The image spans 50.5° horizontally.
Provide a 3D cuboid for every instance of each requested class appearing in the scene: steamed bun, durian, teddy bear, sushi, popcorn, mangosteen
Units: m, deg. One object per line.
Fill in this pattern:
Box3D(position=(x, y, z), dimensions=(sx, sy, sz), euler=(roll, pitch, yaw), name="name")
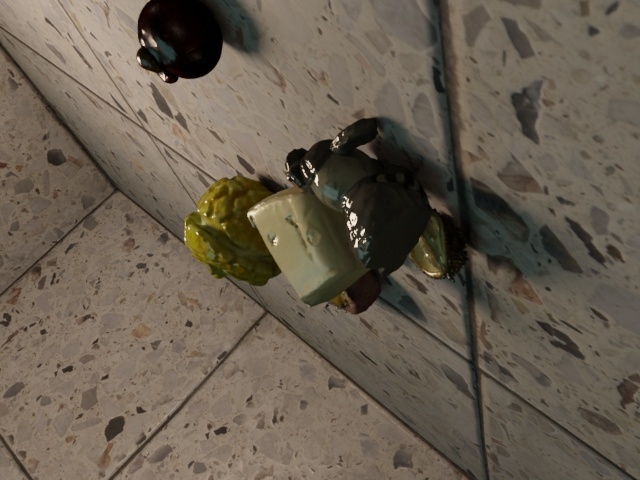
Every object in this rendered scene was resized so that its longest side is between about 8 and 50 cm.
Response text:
Box3D(position=(0.000, 0.000, 1.297), dimensions=(0.200, 0.170, 0.226), euler=(-22, 90, 33), name="steamed bun")
Box3D(position=(0.193, 0.008, 1.063), dimensions=(0.111, 0.071, 0.140), euler=(104, 146, -48), name="durian")
Box3D(position=(0.072, -0.090, 1.038), dimensions=(0.251, 0.144, 0.171), euler=(58, 136, 20), name="teddy bear")
Box3D(position=(0.064, 0.111, 1.617), dimensions=(0.161, 0.107, 0.241), euler=(40, 159, 22), name="sushi")
Box3D(position=(-0.187, -0.017, 1.655), dimensions=(0.282, 0.282, 0.247), euler=(46, 159, -8), name="popcorn")
Box3D(position=(-0.242, -0.334, 1.139), dimensions=(0.152, 0.152, 0.152), euler=(40, 165, 13), name="mangosteen")
